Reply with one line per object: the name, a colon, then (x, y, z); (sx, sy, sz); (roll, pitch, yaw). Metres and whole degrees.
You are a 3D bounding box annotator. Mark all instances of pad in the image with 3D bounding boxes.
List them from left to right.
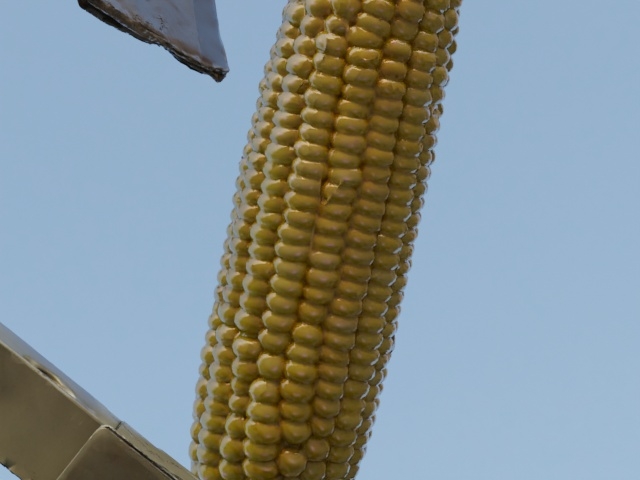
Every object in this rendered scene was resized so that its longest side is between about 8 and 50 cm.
pad: (-0.148, -0.252, 1.128); (0.022, 0.233, 0.174); (-28, -31, 28)

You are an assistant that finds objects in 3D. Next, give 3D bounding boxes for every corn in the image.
corn: (0.000, 0.000, 0.572); (0.081, 0.081, 0.248); (11, -84, -11)

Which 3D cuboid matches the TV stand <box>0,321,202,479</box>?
TV stand: (-0.033, 0.115, 0.479); (0.249, 0.042, 0.036); (39, -91, -3)
